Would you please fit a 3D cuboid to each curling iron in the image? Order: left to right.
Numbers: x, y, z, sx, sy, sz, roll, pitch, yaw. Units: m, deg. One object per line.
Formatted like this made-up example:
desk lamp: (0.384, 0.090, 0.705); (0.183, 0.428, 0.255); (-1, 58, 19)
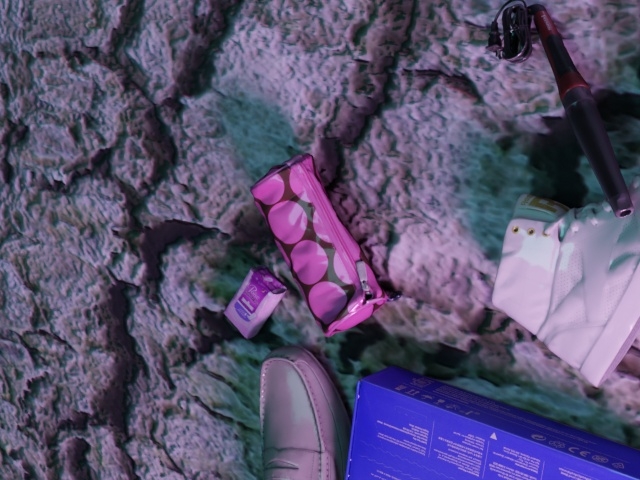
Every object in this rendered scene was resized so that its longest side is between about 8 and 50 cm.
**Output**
curling iron: (0.234, -0.130, 1.061); (0.068, 0.035, 0.274); (-39, 54, 24)

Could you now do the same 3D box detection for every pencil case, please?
pencil case: (0.000, 0.000, 1.272); (0.209, 0.095, 0.098); (60, 160, 10)

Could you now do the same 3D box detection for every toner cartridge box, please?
toner cartridge box: (0.192, 0.265, 1.186); (0.348, 0.075, 0.165); (16, 108, 33)

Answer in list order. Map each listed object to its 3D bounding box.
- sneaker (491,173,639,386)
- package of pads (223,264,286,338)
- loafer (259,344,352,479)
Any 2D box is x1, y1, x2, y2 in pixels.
sneaker: (0.267, -0.018, 1.064); (0.169, 0.108, 0.292); (36, 118, 23)
package of pads: (-0.082, 0.077, 1.380); (0.050, 0.032, 0.083); (44, 120, 19)
loafer: (-0.020, 0.286, 1.320); (0.112, 0.111, 0.319); (-14, 90, 37)
